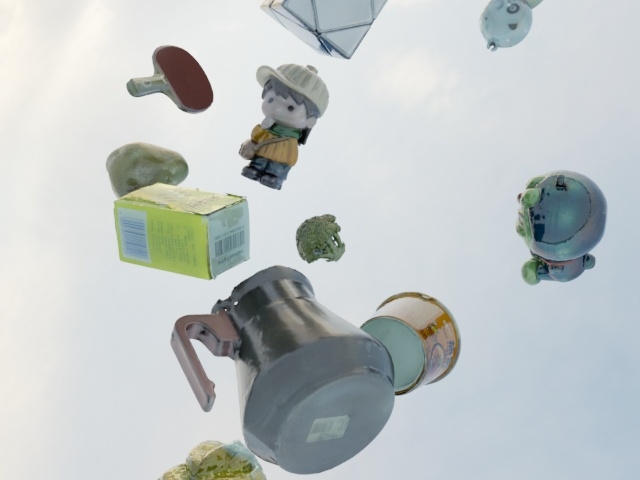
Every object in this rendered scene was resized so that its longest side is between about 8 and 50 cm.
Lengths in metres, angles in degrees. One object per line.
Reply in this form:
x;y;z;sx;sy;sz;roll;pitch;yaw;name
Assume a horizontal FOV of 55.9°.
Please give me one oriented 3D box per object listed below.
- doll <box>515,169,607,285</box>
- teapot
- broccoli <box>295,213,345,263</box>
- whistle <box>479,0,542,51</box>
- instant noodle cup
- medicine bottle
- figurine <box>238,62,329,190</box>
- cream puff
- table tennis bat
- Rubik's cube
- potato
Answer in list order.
0.538;-0.030;1.348;0.186;0.322;0.198;10;-121;30;doll
-0.081;0.231;1.160;0.362;0.376;0.306;48;-53;48;teapot
0.000;0.000;1.389;0.130;0.120;0.131;-58;-168;-31;broccoli
0.137;-0.170;0.406;0.035;0.035;0.100;23;-99;44;whistle
0.173;0.226;1.284;0.215;0.172;0.216;3;-84;27;instant noodle cup
-0.276;-0.022;1.203;0.250;0.137;0.141;11;-70;27;medicine bottle
-0.096;-0.307;1.610;0.185;0.204;0.332;23;-70;19;figurine
-0.303;0.726;1.631;0.378;0.275;0.378;-1;-96;8;cream puff
-0.273;-0.292;1.106;0.022;0.246;0.138;-24;-81;25;table tennis bat
0.013;-0.568;1.407;0.207;0.205;0.205;-55;-152;6;Rubik's cube
-0.413;-0.164;1.452;0.157;0.194;0.157;44;-38;48;potato
